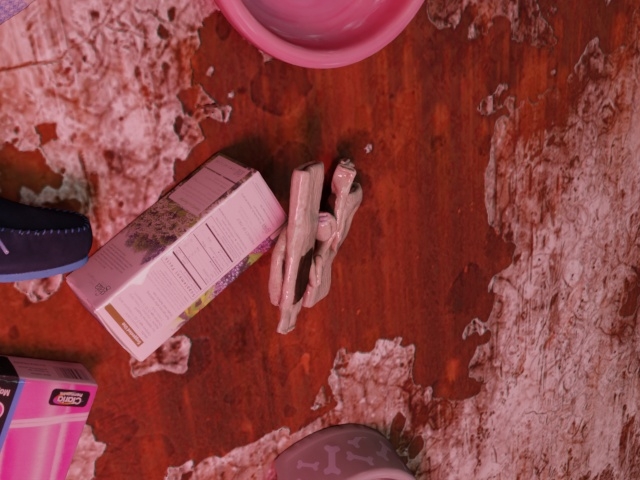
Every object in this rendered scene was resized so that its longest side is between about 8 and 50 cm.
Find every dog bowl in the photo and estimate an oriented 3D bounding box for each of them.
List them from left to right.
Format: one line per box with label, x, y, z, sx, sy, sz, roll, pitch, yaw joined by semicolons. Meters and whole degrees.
dog bowl;0.021;0.462;1.243;0.349;0.102;0.348;-14;116;-32

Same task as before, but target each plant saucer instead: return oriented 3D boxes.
plant saucer;-0.004;-0.362;0.893;0.332;0.084;0.332;-15;116;-33

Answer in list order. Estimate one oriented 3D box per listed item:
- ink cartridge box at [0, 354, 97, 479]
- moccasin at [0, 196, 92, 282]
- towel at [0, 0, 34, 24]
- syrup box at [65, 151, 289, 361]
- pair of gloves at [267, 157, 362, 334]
ink cartridge box;-0.391;0.303;0.892;0.176;0.069;0.370;15;101;-40
moccasin;-0.366;-0.029;0.723;0.342;0.138;0.116;2;102;-39
towel;-0.338;-0.219;0.623;0.285;0.034;0.209;-30;153;6
syrup box;-0.159;0.015;0.924;0.237;0.093;0.096;-43;129;-15
pair of gloves;0.000;0.000;0.999;0.240;0.042;0.204;-22;128;-72
